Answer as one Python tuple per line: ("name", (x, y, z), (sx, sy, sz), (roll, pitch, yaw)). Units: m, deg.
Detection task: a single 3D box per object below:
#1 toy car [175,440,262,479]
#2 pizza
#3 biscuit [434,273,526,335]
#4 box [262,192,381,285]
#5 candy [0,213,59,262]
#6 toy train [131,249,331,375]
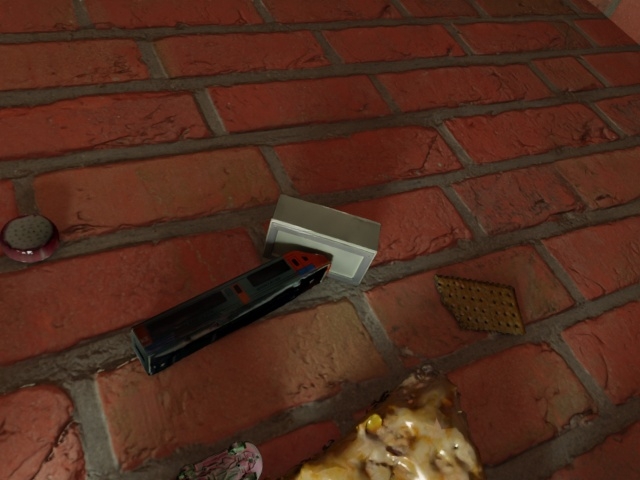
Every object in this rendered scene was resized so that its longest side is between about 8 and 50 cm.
("toy car", (-0.160, 0.376, 0.848), (0.142, 0.055, 0.069), (-21, 60, -13))
("pizza", (0.140, 0.450, 0.822), (0.435, 0.080, 0.391), (-32, 68, -17))
("biscuit", (0.363, 0.147, 1.206), (0.204, 0.016, 0.143), (8, 51, -12))
("box", (0.000, 0.000, 1.137), (0.225, 0.129, 0.086), (17, 51, -4))
("candy", (-0.562, -0.005, 1.027), (0.103, 0.043, 0.103), (8, 52, -11))
("toy train", (-0.159, 0.117, 1.027), (0.410, 0.086, 0.089), (-27, 63, -32))
